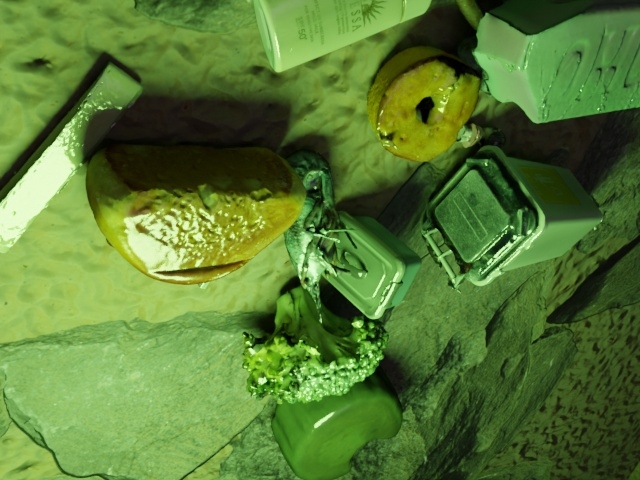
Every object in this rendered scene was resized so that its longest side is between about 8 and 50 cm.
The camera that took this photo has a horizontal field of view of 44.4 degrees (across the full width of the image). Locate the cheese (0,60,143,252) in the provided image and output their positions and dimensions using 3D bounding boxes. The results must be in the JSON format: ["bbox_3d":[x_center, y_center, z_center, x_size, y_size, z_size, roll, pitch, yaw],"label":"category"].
[{"bbox_3d":[-0.457,-0.135,1.352,0.400,0.034,0.085,-47,140,10],"label":"cheese"}]

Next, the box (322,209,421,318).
[{"bbox_3d":[0.104,0.048,1.733,0.130,0.227,0.162,-7,130,-47],"label":"box"}]

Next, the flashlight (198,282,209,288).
[{"bbox_3d":[-0.233,0.065,1.671,0.018,0.018,0.083,19,113,-40],"label":"flashlight"}]

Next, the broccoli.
[{"bbox_3d":[-0.013,0.263,1.798,0.334,0.272,0.324,-13,138,-37],"label":"broccoli"}]

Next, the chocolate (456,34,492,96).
[{"bbox_3d":[0.339,-0.364,1.640,0.072,0.072,0.167,-45,134,8],"label":"chocolate"}]

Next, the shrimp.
[{"bbox_3d":[-0.001,-0.002,1.603,0.137,0.172,0.372,-20,104,-10],"label":"shrimp"}]

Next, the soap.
[{"bbox_3d":[0.521,-0.384,1.572,0.446,0.156,0.261,-11,134,-26],"label":"soap"}]

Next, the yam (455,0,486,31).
[{"bbox_3d":[0.306,-0.458,1.561,0.045,0.045,0.327,-27,144,26],"label":"yam"}]

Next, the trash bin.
[{"bbox_3d":[0.456,-0.048,1.857,0.367,0.256,0.296,-4,144,-41],"label":"trash bin"}]

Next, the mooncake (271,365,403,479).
[{"bbox_3d":[0.036,0.461,2.057,0.351,0.187,0.351,-18,137,-18],"label":"mooncake"}]

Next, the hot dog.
[{"bbox_3d":[-0.234,-0.047,1.455,0.405,0.185,0.223,-3,126,-31],"label":"hot dog"}]

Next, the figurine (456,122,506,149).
[{"bbox_3d":[0.363,-0.227,1.783,0.129,0.054,0.072,3,131,-32],"label":"figurine"}]

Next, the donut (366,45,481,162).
[{"bbox_3d":[0.208,-0.276,1.598,0.253,0.118,0.253,-15,130,-19],"label":"donut"}]

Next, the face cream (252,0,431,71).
[{"bbox_3d":[0.056,-0.432,1.392,0.348,0.081,0.173,-24,135,-13],"label":"face cream"}]
